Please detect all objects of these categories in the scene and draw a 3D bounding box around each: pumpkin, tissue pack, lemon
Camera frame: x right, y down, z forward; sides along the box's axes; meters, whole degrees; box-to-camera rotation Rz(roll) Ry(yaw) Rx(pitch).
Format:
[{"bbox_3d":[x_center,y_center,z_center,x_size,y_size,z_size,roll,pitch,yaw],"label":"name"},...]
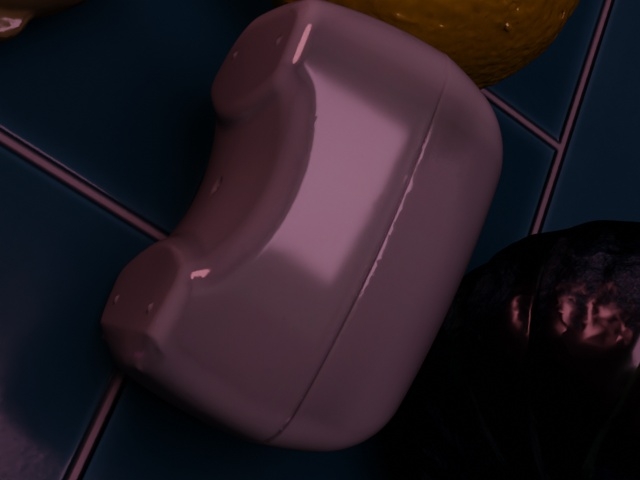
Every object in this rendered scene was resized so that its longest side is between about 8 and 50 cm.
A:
[{"bbox_3d":[0.248,0.161,1.126,0.363,0.363,0.266,51,40,-10],"label":"pumpkin"},{"bbox_3d":[0.000,0.000,1.059,0.236,0.229,0.333,27,81,-19],"label":"tissue pack"},{"bbox_3d":[0.087,-0.255,1.205,0.322,0.268,0.268,-11,81,-12],"label":"lemon"}]

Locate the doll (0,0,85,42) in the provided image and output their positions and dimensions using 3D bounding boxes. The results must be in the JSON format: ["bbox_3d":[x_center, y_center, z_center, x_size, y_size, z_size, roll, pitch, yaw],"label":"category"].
[{"bbox_3d":[-0.255,-0.298,1.057,0.177,0.161,0.261,-31,92,-16],"label":"doll"}]
